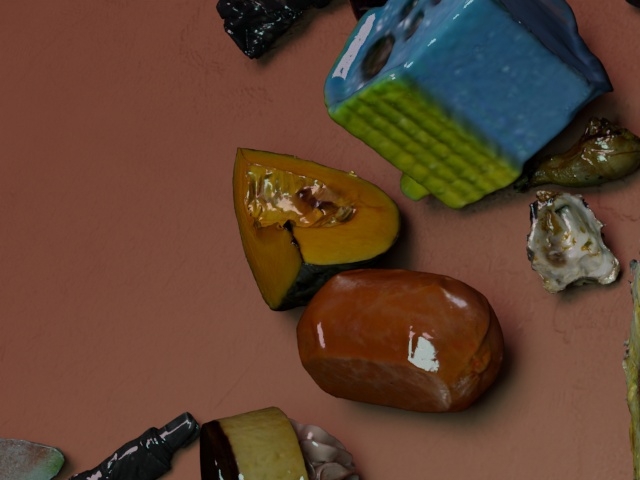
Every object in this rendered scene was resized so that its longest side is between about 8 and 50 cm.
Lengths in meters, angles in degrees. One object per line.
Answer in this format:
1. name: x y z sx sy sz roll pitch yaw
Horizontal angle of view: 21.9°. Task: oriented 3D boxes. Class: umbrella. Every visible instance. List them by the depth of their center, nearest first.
1. umbrella: -0.256 0.295 2.120 0.235 0.066 0.059 -35 37 7
2. umbrella: -0.023 -0.381 2.445 0.272 0.122 0.110 -34 86 7

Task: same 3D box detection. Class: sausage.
1. sausage: 0.093 0.117 1.918 0.268 0.153 0.141 4 51 39

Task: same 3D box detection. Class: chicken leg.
1. chicken leg: 0.307 -0.098 1.993 0.178 0.070 0.093 -22 46 37

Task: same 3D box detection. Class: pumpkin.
1. pumpkin: 0.000 0.000 2.134 0.169 0.148 0.312 -3 34 -20

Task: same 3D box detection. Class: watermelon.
1. watermelon: -0.421 0.298 2.236 0.180 0.094 0.081 -11 47 13

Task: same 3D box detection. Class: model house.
1. model house: 0.167 -0.190 2.014 0.303 0.237 0.215 -47 28 17

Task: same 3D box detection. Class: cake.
1. cake: -0.041 0.289 1.888 0.178 0.185 0.208 -4 24 -9

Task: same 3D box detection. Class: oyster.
1. oyster: 0.290 -0.001 1.932 0.103 0.051 0.148 -22 62 19

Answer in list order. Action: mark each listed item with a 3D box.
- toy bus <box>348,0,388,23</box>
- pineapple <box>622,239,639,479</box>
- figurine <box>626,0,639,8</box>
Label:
1. toy bus: 0.194 -0.446 2.226 0.203 0.233 0.427 5 61 40
2. pineapple: 0.448 0.156 1.635 0.286 0.209 0.344 3 80 4
3. figurine: 0.427 -0.336 2.098 0.060 0.047 0.106 36 73 12
